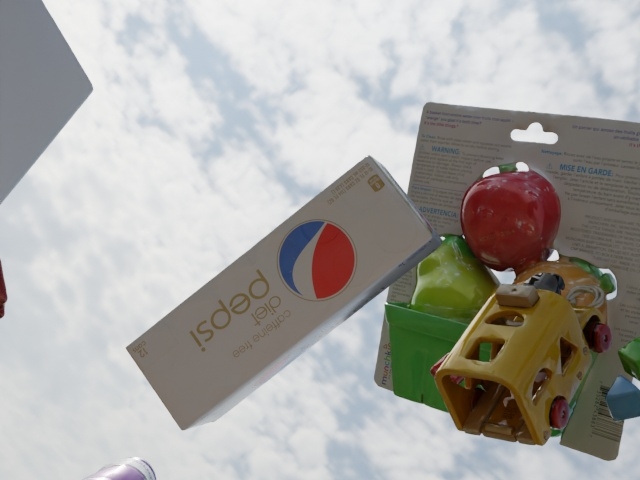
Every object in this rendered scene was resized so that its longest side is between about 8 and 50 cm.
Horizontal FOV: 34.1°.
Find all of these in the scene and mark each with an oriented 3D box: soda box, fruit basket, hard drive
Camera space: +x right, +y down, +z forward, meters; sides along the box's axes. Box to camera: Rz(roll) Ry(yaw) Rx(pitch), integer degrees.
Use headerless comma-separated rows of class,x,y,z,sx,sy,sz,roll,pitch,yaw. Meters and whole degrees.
soda box,-0.023,0.038,0.723,0.074,0.216,0.069,53,6,11
fruit basket,0.222,0.032,1.172,0.327,0.353,0.165,11,-4,39
hard drive,-0.417,-0.135,1.183,0.047,0.353,0.233,14,-32,30

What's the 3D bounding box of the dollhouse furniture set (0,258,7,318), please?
dollhouse furniture set,-0.570,0.030,1.357,0.374,0.201,0.152,20,41,-56

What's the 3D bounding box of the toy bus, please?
toy bus,0.190,0.089,0.956,0.202,0.191,0.104,-110,174,-61

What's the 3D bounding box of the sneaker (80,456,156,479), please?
sneaker,-0.244,0.326,0.986,0.102,0.282,0.161,40,9,1
